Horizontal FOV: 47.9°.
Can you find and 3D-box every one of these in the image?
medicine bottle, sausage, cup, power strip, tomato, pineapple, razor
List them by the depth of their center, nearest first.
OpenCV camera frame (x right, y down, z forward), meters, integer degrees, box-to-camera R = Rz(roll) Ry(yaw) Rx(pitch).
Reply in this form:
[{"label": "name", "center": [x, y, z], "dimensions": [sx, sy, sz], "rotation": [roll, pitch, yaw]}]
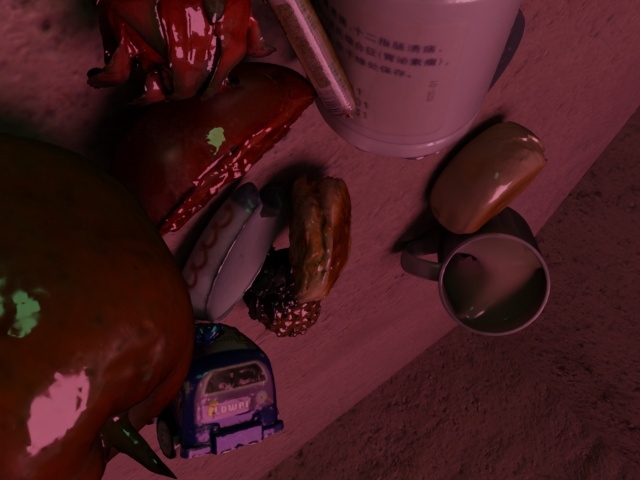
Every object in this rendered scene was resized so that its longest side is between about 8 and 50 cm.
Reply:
[{"label": "sausage", "center": [-0.026, -0.197, 0.594], "dimensions": [0.033, 0.033, 0.269], "rotation": [-41, 134, -8]}, {"label": "medicine bottle", "center": [0.088, -0.240, 0.647], "dimensions": [0.190, 0.190, 0.332], "rotation": [-37, 160, -18]}, {"label": "tomato", "center": [-0.118, -0.093, 0.681], "dimensions": [0.228, 0.101, 0.228], "rotation": [-44, -179, 1]}, {"label": "razor", "center": [-0.282, 0.159, 0.904], "dimensions": [0.324, 0.056, 0.093], "rotation": [-21, 173, -17]}, {"label": "power strip", "center": [0.228, -0.262, 1.093], "dimensions": [0.167, 0.054, 0.253], "rotation": [-31, 156, -31]}, {"label": "pineapple", "center": [-0.070, 0.077, 1.141], "dimensions": [0.111, 0.119, 0.237], "rotation": [-1, 159, 12]}, {"label": "cup", "center": [0.349, 0.048, 1.678], "dimensions": [0.327, 0.323, 0.237], "rotation": [-63, 161, -72]}]

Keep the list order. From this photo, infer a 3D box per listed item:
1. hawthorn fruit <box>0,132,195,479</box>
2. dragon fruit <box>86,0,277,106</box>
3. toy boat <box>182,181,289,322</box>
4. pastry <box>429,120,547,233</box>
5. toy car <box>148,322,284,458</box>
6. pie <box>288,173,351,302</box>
[{"label": "hawthorn fruit", "center": [-0.219, 0.076, 0.526], "dimensions": [0.268, 0.301, 0.268], "rotation": [-42, 158, -22]}, {"label": "dragon fruit", "center": [-0.105, -0.169, 0.524], "dimensions": [0.121, 0.130, 0.142], "rotation": [-48, 128, -52]}, {"label": "toy boat", "center": [-0.125, 0.010, 0.951], "dimensions": [0.207, 0.079, 0.134], "rotation": [-61, 164, 15]}, {"label": "pastry", "center": [0.340, -0.125, 1.482], "dimensions": [0.265, 0.133, 0.265], "rotation": [-38, 161, -16]}, {"label": "toy car", "center": [-0.169, 0.205, 1.063], "dimensions": [0.172, 0.235, 0.158], "rotation": [-7, 107, -32]}, {"label": "pie", "center": [0.000, 0.000, 1.008], "dimensions": [0.205, 0.084, 0.179], "rotation": [40, 52, -80]}]
